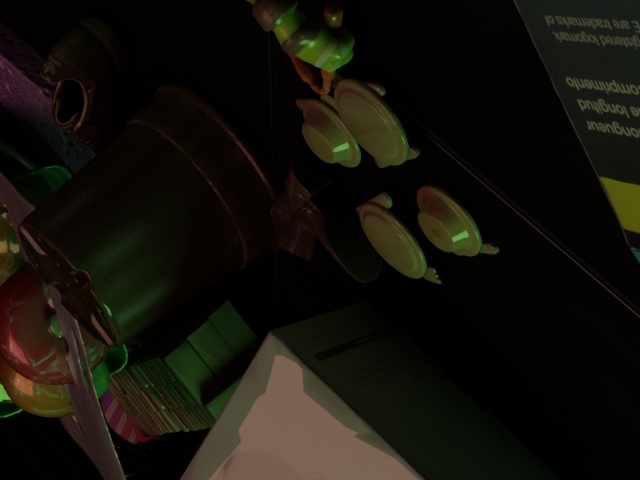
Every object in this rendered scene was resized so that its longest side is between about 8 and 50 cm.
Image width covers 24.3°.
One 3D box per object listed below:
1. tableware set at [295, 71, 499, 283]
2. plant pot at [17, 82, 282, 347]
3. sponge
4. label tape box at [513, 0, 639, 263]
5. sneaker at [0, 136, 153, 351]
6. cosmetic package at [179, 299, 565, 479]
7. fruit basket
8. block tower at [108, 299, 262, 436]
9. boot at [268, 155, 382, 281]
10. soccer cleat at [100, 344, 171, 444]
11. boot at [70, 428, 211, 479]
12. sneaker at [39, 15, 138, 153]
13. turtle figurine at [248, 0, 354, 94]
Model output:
[{"bbox_3d":[0.043,-0.040,0.965,0.168,0.020,0.141,55,159,-14],"label":"tableware set"},{"bbox_3d":[-0.138,-0.011,1.185,0.167,0.165,0.167,42,158,21],"label":"plant pot"},{"bbox_3d":[-0.274,-0.139,1.441,0.210,0.031,0.117,40,157,25],"label":"sponge"},{"bbox_3d":[0.178,-0.091,0.470,0.249,0.115,0.347,16,143,57],"label":"label tape box"},{"bbox_3d":[-0.300,0.009,1.635,0.295,0.109,0.123,49,163,7],"label":"sneaker"},{"bbox_3d":[0.028,0.207,1.105,0.225,0.138,0.224,44,119,22],"label":"cosmetic package"},{"bbox_3d":[-0.253,0.067,1.420,0.353,0.165,0.327,24,133,59],"label":"fruit basket"},{"bbox_3d":[-0.140,0.139,1.549,0.097,0.091,0.335,53,159,-7],"label":"block tower"},{"bbox_3d":[0.000,0.000,1.095,0.106,0.037,0.114,61,158,12],"label":"boot"},{"bbox_3d":[-0.227,0.179,1.824,0.095,0.083,0.248,26,146,40],"label":"soccer cleat"},{"bbox_3d":[-0.090,0.324,1.683,0.348,0.131,0.260,-5,143,38],"label":"boot"},{"bbox_3d":[-0.199,-0.112,1.272,0.066,0.071,0.188,40,157,27],"label":"sneaker"},{"bbox_3d":[-0.066,-0.194,0.831,0.269,0.087,0.217,54,159,-7],"label":"turtle figurine"}]
